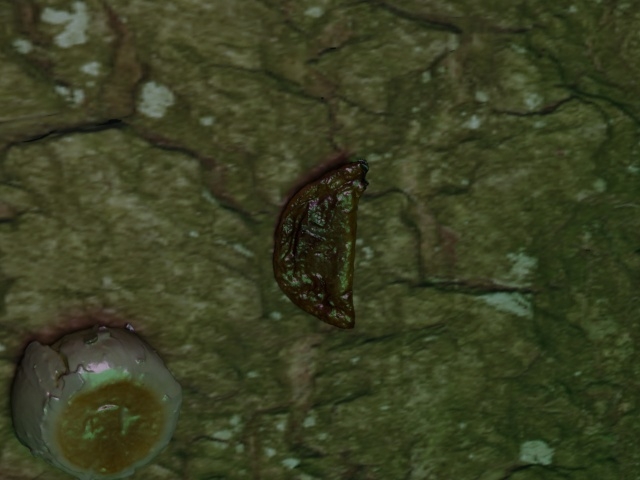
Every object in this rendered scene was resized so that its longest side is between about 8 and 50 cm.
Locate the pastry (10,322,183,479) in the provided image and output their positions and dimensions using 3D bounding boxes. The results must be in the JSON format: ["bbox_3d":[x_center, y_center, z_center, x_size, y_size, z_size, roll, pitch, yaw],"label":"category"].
[{"bbox_3d":[-0.214,0.155,1.395,0.166,0.088,0.165,-10,117,-19],"label":"pastry"}]

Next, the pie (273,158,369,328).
[{"bbox_3d":[-0.002,0.002,1.447,0.088,0.033,0.191,1,118,-8],"label":"pie"}]
